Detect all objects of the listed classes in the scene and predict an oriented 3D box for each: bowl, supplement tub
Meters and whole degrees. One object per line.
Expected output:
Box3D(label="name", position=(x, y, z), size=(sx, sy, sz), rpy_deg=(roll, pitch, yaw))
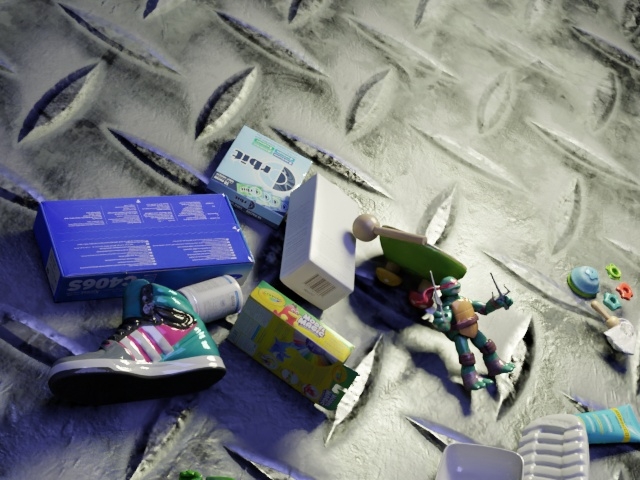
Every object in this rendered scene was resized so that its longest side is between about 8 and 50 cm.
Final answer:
Box3D(label="bowl", position=(0.263, 0.408, 1.924), size=(0.142, 0.053, 0.142), rpy_deg=(6, 40, 16))
Box3D(label="supplement tub", position=(-0.193, 0.104, 1.978), size=(0.107, 0.071, 0.071), rpy_deg=(-16, 59, -37))

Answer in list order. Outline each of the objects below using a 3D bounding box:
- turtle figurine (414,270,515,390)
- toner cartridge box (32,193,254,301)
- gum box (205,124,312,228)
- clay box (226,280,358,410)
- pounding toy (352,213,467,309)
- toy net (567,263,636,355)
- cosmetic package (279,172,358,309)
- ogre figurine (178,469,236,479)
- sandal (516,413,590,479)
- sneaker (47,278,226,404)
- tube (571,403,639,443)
Box3D(label="turtle figurine", position=(0.269, 0.146, 2.115), size=(0.175, 0.118, 0.234), rpy_deg=(-23, 95, -22))
Box3D(label="toner cartridge box", position=(-0.303, 0.009, 2.005), size=(0.347, 0.075, 0.165), rpy_deg=(-3, 53, -30))
Box3D(label="gum box", position=(-0.117, -0.125, 2.251), size=(0.157, 0.041, 0.184), rpy_deg=(28, 44, -2))
Box3D(label="clay box", position=(-0.039, 0.180, 1.947), size=(0.222, 0.127, 0.053), rpy_deg=(35, 44, 5))
Box3D(label="pounding toy", position=(0.160, 0.051, 2.177), size=(0.183, 0.110, 0.237), rpy_deg=(24, -5, 38))
Box3D(label="toy net", position=(0.595, 0.146, 2.379), size=(0.122, 0.045, 0.232), rpy_deg=(6, 50, -26))
Box3D(label="cosmetic package", position=(0.000, 0.000, 2.145), size=(0.117, 0.085, 0.231), rpy_deg=(38, 36, -27))
Box3D(label="ogre figurine", position=(-0.136, 0.411, 1.705), size=(0.197, 0.097, 0.118), rpy_deg=(36, 38, 2))
Box3D(label="sandal", position=(0.385, 0.458, 1.926), size=(0.102, 0.169, 0.416), rpy_deg=(61, 37, -27))
Box3D(label="sneaker", position=(-0.302, 0.150, 1.834), size=(0.295, 0.124, 0.178), rpy_deg=(1, 55, -37))
Box3D(label="tube", position=(0.518, 0.346, 2.152), size=(0.207, 0.052, 0.080), rpy_deg=(1, 61, -34))
